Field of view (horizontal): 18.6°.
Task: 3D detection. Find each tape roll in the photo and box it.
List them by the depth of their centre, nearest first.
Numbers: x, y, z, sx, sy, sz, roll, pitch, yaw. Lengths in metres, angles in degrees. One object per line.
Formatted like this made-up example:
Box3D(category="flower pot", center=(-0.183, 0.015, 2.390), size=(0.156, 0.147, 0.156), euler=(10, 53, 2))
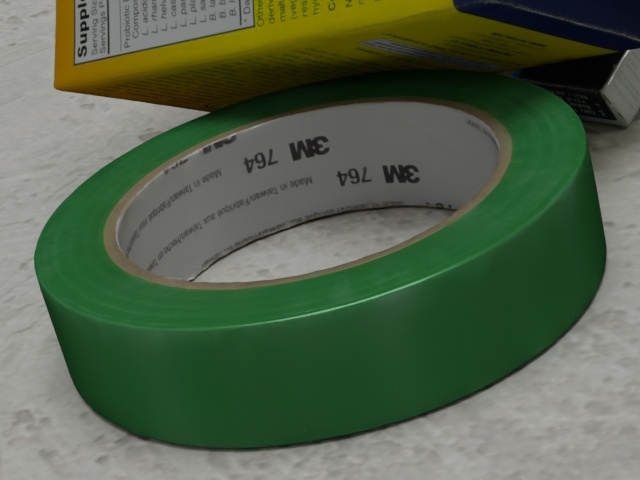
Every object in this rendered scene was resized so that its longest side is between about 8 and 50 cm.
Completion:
Box3D(category="tape roll", center=(0.000, 0.000, 1.123), size=(0.321, 0.077, 0.321), euler=(-13, 25, 6))

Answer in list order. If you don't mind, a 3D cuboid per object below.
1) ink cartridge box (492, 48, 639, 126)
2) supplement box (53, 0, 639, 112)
Box3D(category="ink cartridge box", center=(0.172, -0.178, 1.347), size=(0.206, 0.045, 0.208), euler=(12, 60, 45))
Box3D(category="supplement box", center=(0.013, -0.204, 1.262), size=(0.356, 0.194, 0.195), euler=(-6, -7, 39))
